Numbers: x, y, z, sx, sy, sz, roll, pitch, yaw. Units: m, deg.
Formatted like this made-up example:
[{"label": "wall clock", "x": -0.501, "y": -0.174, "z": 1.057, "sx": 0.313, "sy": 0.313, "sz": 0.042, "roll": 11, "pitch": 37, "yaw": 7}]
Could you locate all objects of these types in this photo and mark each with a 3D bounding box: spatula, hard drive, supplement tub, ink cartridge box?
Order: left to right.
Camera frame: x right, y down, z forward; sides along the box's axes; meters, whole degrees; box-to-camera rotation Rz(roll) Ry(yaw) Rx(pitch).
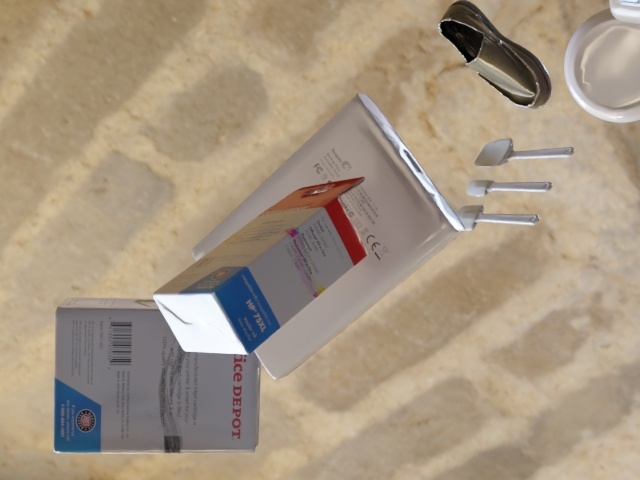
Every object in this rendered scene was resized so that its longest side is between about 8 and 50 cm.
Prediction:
[{"label": "ink cartridge box", "x": -0.249, "y": 0.206, "z": 1.616, "sx": 0.307, "sy": 0.223, "sz": 0.129, "roll": 2, "pitch": 4, "yaw": -7}, {"label": "ink cartridge box", "x": -0.048, "y": 0.024, "z": 1.111, "sx": 0.231, "sy": 0.078, "sz": 0.134, "roll": -38, "pitch": 19, "yaw": -32}, {"label": "hard drive", "x": 0.000, "y": 0.000, "z": 1.310, "sx": 0.318, "sy": 0.210, "sz": 0.040, "roll": -41, "pitch": -16, "yaw": 25}, {"label": "spatula", "x": 0.293, "y": -0.089, "z": 1.634, "sx": 0.168, "sy": 0.019, "sz": 0.242, "roll": -59, "pitch": 22, "yaw": -12}, {"label": "supplement tub", "x": 0.542, "y": -0.312, "z": 1.811, "sx": 0.191, "sy": 0.191, "sz": 0.272, "roll": -46, "pitch": -9, "yaw": 26}]

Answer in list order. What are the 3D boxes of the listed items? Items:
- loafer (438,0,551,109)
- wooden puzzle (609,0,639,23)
[{"label": "loafer", "x": 0.299, "y": -0.319, "z": 1.846, "sx": 0.087, "sy": 0.251, "sz": 0.094, "roll": -32, "pitch": -19, "yaw": -44}, {"label": "wooden puzzle", "x": 0.441, "y": -0.385, "z": 1.360, "sx": 0.044, "sy": 0.239, "sz": 0.221, "roll": -26, "pitch": 26, "yaw": -18}]
